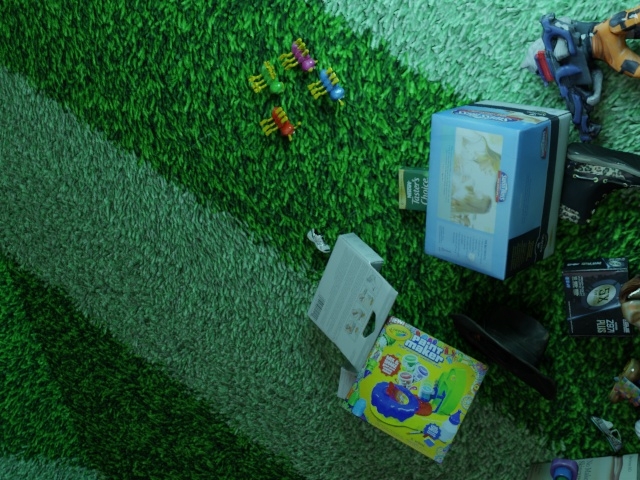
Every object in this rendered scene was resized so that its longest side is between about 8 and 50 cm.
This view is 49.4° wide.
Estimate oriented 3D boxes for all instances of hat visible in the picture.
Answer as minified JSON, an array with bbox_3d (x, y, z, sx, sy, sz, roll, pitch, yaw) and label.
[{"bbox_3d":[0.490,0.250,1.764,0.331,0.331,0.134,41,82,6],"label":"hat"}]

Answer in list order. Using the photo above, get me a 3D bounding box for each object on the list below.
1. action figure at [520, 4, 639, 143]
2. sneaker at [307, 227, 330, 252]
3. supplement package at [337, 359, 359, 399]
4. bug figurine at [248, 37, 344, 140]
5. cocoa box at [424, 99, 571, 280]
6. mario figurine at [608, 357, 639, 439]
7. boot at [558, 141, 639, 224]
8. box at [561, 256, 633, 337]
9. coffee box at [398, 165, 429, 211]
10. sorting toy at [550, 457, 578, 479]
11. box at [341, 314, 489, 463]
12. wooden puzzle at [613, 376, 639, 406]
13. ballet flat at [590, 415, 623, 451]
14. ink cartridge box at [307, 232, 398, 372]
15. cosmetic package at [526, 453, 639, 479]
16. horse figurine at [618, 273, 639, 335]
[{"bbox_3d":[0.605,-0.383,1.495,0.330,0.178,0.341,5,142,31],"label":"action figure"},{"bbox_3d":[0.000,0.000,1.993,0.083,0.032,0.037,42,123,5],"label":"sneaker"},{"bbox_3d":[0.153,0.422,2.048,0.179,0.105,0.105,16,114,20],"label":"supplement package"},{"bbox_3d":[-0.062,-0.401,1.833,0.279,0.072,0.216,-28,90,37],"label":"bug figurine"},{"bbox_3d":[0.398,-0.123,1.590,0.231,0.228,0.347,21,121,42],"label":"cocoa box"},{"bbox_3d":[0.858,0.418,1.647,0.320,0.198,0.170,27,78,22],"label":"mario figurine"},{"bbox_3d":[0.657,-0.114,1.594,0.236,0.085,0.178,18,127,11],"label":"boot"},{"bbox_3d":[0.674,0.139,1.687,0.147,0.077,0.180,-3,109,27],"label":"box"},{"bbox_3d":[0.292,-0.129,1.788,0.184,0.040,0.113,8,114,23],"label":"coffee box"},{"bbox_3d":[0.649,0.728,1.740,0.127,0.126,0.365,-14,105,31],"label":"sorting toy"},{"bbox_3d":[0.251,0.398,1.867,0.290,0.177,0.279,27,79,12],"label":"box"},{"bbox_3d":[0.740,0.361,1.675,0.083,0.006,0.049,41,137,24],"label":"wooden puzzle"},{"bbox_3d":[0.756,0.499,1.825,0.041,0.041,0.114,-35,93,33],"label":"ballet flat"},{"bbox_3d":[0.100,0.172,1.935,0.261,0.066,0.296,45,128,34],"label":"ink cartridge box"},{"bbox_3d":[0.710,0.675,1.850,0.296,0.153,0.129,-18,103,30],"label":"cosmetic package"},{"bbox_3d":[0.762,0.169,1.581,0.174,0.066,0.263,-36,107,31],"label":"horse figurine"}]
